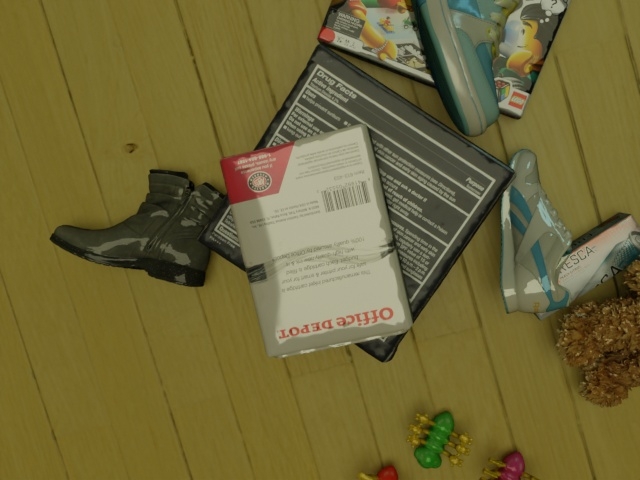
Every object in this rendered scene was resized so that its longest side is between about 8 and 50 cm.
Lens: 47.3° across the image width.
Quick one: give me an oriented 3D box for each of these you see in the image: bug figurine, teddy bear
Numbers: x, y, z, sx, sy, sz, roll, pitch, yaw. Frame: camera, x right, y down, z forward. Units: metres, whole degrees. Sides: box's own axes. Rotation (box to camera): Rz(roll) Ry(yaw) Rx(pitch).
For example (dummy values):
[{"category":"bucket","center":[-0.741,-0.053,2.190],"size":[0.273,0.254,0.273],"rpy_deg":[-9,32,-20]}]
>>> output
[{"category":"bug figurine","center":[0.194,0.378,1.071],"size":[0.279,0.072,0.216],"rpy_deg":[28,92,8]},{"category":"teddy bear","center":[0.481,0.108,0.970],"size":[0.338,0.113,0.245],"rpy_deg":[-15,108,6]}]

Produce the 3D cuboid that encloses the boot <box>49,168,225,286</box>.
[{"category":"boot","center":[-0.265,-0.033,1.092],"size":[0.247,0.083,0.161],"rpy_deg":[14,87,3]}]

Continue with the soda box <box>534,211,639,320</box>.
[{"category":"soda box","center":[0.364,0.036,1.022],"size":[0.183,0.058,0.063],"rpy_deg":[-34,91,10]}]

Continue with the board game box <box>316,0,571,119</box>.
[{"category":"board game box","center":[0.171,-0.312,1.011],"size":[0.305,0.053,0.193],"rpy_deg":[22,97,4]}]

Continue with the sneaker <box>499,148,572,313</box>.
[{"category":"sneaker","center":[0.291,-0.014,0.987],"size":[0.092,0.087,0.228],"rpy_deg":[-2,75,18]}]

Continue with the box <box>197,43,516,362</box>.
[{"category":"box","center":[0.050,-0.052,0.987],"size":[0.296,0.183,0.294],"rpy_deg":[34,100,1]}]

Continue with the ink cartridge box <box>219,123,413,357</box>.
[{"category":"ink cartridge box","center":[0.000,0.000,0.857],"size":[0.172,0.100,0.237],"rpy_deg":[-13,94,8]}]

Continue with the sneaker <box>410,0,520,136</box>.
[{"category":"sneaker","center":[0.221,-0.297,0.895],"size":[0.208,0.127,0.319],"rpy_deg":[-14,80,6]}]
